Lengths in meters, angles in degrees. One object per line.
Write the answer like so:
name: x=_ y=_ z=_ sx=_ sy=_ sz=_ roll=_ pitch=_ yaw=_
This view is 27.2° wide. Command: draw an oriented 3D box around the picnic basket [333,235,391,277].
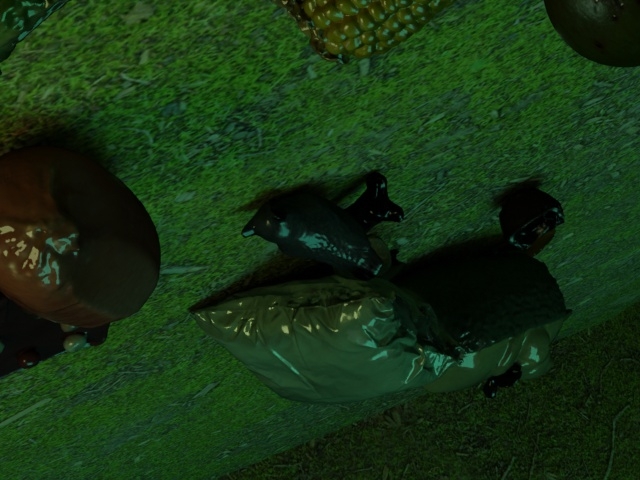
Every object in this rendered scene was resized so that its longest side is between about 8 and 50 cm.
picnic basket: x=0.057 y=0.028 z=1.823 sx=0.083 sy=0.065 sz=0.083 roll=-22 pitch=-174 yaw=-1

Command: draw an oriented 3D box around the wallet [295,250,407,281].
wallet: x=0.032 y=0.060 z=1.933 sx=0.198 sy=0.031 sz=0.110 roll=-8 pitch=156 yaw=-49

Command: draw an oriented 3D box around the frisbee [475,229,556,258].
frisbee: x=0.336 y=0.034 z=2.343 sx=0.192 sy=0.035 sz=0.192 roll=-25 pitch=165 yaw=-7

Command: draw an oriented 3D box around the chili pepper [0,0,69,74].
chili pepper: x=-0.242 y=-0.131 z=0.740 sx=0.264 sy=0.116 sz=0.148 roll=-31 pitch=176 yaw=19

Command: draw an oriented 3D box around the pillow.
pillow: x=0.013 y=0.133 z=1.792 sx=0.310 sy=0.138 sz=0.283 roll=-10 pitch=152 yaw=29

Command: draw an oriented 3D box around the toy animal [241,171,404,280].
toy animal: x=-0.002 y=0.003 z=1.535 sx=0.121 sy=0.117 sz=0.210 roll=-31 pitch=168 yaw=39

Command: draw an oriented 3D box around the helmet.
helmet: x=0.310 y=-0.041 z=1.984 sx=0.098 sy=0.070 sz=0.123 roll=-36 pitch=157 yaw=10

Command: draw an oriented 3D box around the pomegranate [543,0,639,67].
pomegranate: x=0.290 y=-0.211 z=1.158 sx=0.179 sy=0.210 sz=0.179 roll=-11 pitch=-156 yaw=5

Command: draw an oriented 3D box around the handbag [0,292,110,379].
handbag: x=-0.301 y=0.075 z=1.356 sx=0.203 sy=0.074 sz=0.216 roll=-19 pitch=163 yaw=-28

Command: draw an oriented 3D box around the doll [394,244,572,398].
doll: x=0.260 y=0.140 z=2.180 sx=0.349 sy=0.247 sz=0.247 roll=-19 pitch=164 yaw=-36

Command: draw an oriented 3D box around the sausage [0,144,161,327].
sausage: x=-0.216 y=-0.003 z=1.119 sx=0.148 sy=0.148 sz=0.254 roll=-27 pitch=159 yaw=0

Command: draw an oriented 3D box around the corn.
corn: x=0.104 y=-0.238 z=0.928 sx=0.305 sy=0.106 sz=0.106 roll=-35 pitch=163 yaw=23
